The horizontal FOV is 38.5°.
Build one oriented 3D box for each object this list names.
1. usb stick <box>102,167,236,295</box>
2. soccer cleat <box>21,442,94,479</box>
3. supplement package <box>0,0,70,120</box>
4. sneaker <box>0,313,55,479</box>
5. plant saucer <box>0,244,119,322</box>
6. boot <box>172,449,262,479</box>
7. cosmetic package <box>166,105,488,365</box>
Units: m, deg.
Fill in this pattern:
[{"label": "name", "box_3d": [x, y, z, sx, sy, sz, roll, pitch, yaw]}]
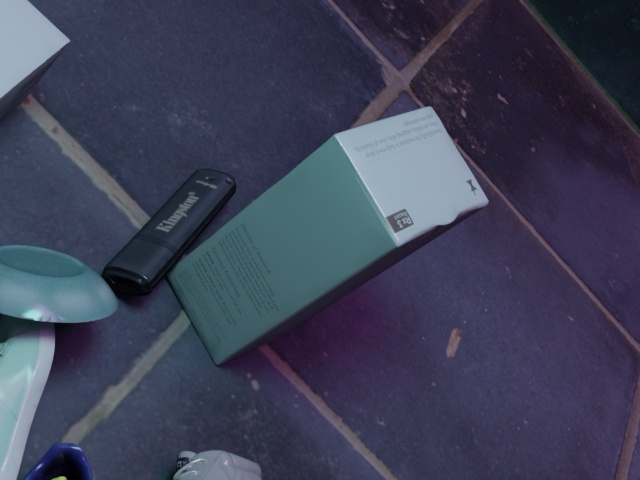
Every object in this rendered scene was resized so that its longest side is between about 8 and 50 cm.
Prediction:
[{"label": "usb stick", "box_3d": [-0.202, -0.017, 1.266, 0.077, 0.045, 0.278, 10, 37, 19]}, {"label": "soccer cleat", "box_3d": [-0.264, 0.288, 0.850, 0.094, 0.121, 0.289, 12, 14, -11]}, {"label": "supplement package", "box_3d": [-0.481, -0.250, 1.100, 0.262, 0.145, 0.204, 44, 41, -14]}, {"label": "sneaker", "box_3d": [-0.374, 0.142, 0.957, 0.151, 0.094, 0.255, 29, 47, -32]}, {"label": "plant saucer", "box_3d": [-0.322, 0.039, 1.038, 0.195, 0.037, 0.195, 15, 12, -3]}, {"label": "boot", "box_3d": [-0.162, 0.306, 1.060, 0.258, 0.095, 0.123, 19, 43, -45]}, {"label": "cosmetic package", "box_3d": [0.000, 0.000, 1.197, 0.217, 0.385, 0.156, -23, 79, -50]}]
